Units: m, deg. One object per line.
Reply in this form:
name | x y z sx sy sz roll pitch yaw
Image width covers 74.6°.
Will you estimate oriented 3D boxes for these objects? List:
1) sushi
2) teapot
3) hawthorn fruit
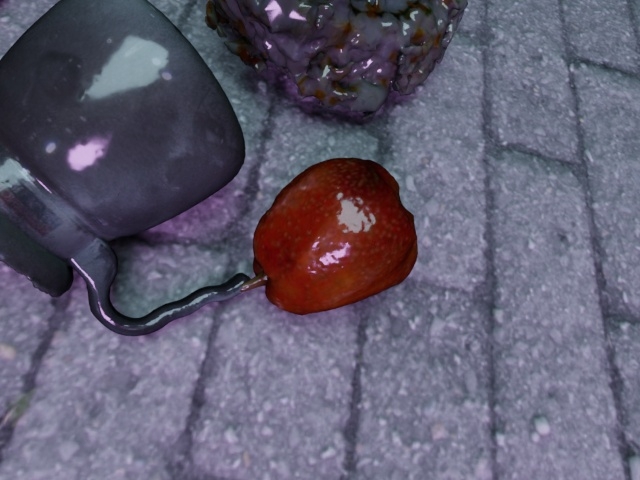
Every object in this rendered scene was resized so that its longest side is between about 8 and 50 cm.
sushi | 0.020 -0.377 0.610 0.418 0.175 0.417 4 66 -9
teapot | -0.230 -0.051 0.437 0.285 0.305 0.223 -44 44 -17
hawthorn fruit | 0.013 -0.006 0.456 0.179 0.174 0.173 -27 67 26
